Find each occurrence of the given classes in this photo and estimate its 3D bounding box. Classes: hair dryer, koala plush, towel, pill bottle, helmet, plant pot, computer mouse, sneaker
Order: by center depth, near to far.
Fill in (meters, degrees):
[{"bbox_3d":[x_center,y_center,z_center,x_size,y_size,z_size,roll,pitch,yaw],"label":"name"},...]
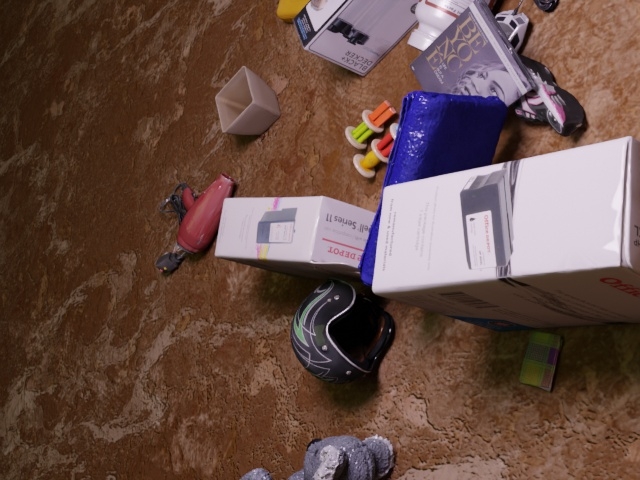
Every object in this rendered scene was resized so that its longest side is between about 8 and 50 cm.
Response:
[{"bbox_3d":[0.325,0.177,1.464,0.060,0.009,0.083,8,81,51],"label":"towel"},{"bbox_3d":[0.168,-0.082,1.530,0.076,0.228,0.308,30,112,35],"label":"towel"},{"bbox_3d":[0.346,-0.211,1.554,0.077,0.072,0.178,-61,31,32],"label":"sneaker"},{"bbox_3d":[0.014,0.405,1.618,0.221,0.196,0.203,-54,54,21],"label":"koala plush"},{"bbox_3d":[0.313,-0.347,1.654,0.106,0.042,0.193,42,103,44],"label":"computer mouse"},{"bbox_3d":[0.028,0.162,1.700,0.169,0.169,0.161,18,74,51],"label":"helmet"},{"bbox_3d":[0.238,-0.416,1.703,0.121,0.121,0.216,40,107,49],"label":"pill bottle"},{"bbox_3d":[-0.148,-0.287,2.127,0.109,0.096,0.109,-41,47,33],"label":"plant pot"},{"bbox_3d":[-0.293,-0.070,2.229,0.294,0.080,0.223,-26,57,41],"label":"hair dryer"}]

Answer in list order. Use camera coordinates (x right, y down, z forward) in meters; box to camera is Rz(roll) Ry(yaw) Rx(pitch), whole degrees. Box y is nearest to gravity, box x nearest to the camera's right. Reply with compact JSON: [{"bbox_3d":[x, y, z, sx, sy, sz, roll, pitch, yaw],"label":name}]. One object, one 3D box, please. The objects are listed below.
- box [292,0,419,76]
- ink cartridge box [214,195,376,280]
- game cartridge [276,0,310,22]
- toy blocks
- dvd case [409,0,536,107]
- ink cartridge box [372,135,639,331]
[{"bbox_3d":[0.107,-0.450,1.836,0.290,0.169,0.087,-41,51,31],"label":"box"},{"bbox_3d":[0.000,0.000,1.756,0.353,0.207,0.119,3,80,49],"label":"ink cartridge box"},{"bbox_3d":[0.053,-0.596,2.044,0.324,0.053,0.285,9,83,52],"label":"game cartridge"},{"bbox_3d":[0.119,-0.203,1.814,0.148,0.054,0.123,-39,50,34],"label":"toy blocks"},{"bbox_3d":[0.240,-0.267,1.608,0.164,0.018,0.221,60,149,5],"label":"dvd case"},{"bbox_3d":[0.312,0.011,1.324,0.395,0.285,0.166,-9,69,47],"label":"ink cartridge box"}]
